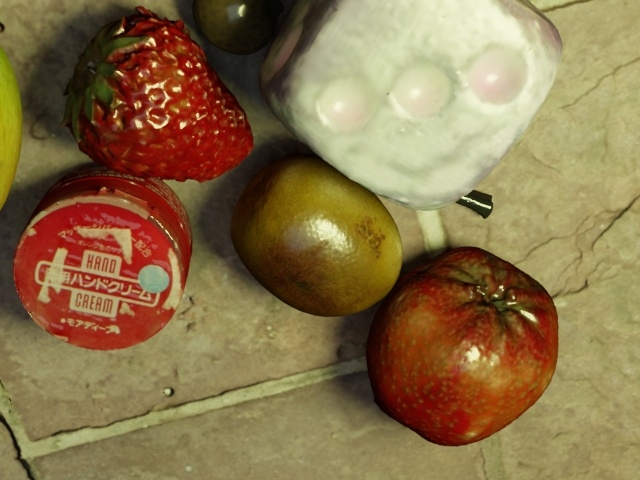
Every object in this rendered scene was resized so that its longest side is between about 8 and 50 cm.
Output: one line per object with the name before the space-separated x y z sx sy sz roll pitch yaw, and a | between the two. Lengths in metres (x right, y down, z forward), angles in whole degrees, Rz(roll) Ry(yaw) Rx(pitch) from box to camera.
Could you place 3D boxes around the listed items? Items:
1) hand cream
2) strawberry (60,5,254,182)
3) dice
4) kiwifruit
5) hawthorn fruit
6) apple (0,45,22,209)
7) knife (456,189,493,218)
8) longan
hand cream | -0.280 0.017 1.513 0.230 0.149 0.230 -1 115 -1
strawberry | -0.192 -0.160 1.441 0.244 0.205 0.205 26 111 -37
dice | 0.101 -0.217 1.364 0.270 0.270 0.271 32 108 -15
kiwifruit | 0.000 0.000 1.500 0.234 0.196 0.196 39 106 -18
hawthorn fruit | 0.175 0.161 1.575 0.254 0.254 0.300 23 138 -13
apple | -0.509 -0.132 1.335 0.340 0.339 0.339 -1 114 -3
knife | 0.124 -0.074 1.567 0.230 0.028 0.060 21 123 -10
longan | -0.101 -0.283 1.419 0.113 0.092 0.113 0 100 1
